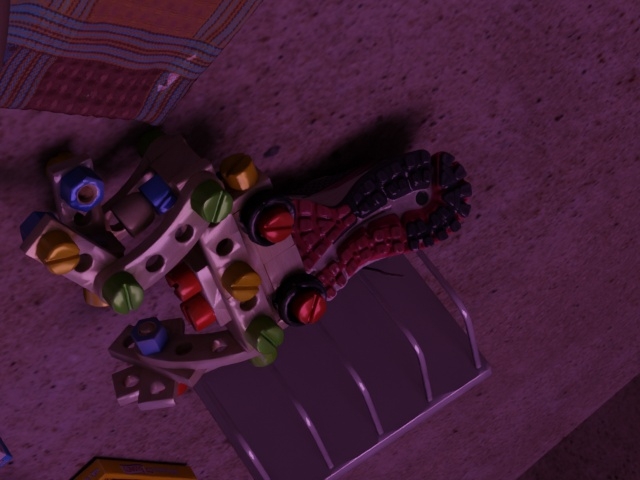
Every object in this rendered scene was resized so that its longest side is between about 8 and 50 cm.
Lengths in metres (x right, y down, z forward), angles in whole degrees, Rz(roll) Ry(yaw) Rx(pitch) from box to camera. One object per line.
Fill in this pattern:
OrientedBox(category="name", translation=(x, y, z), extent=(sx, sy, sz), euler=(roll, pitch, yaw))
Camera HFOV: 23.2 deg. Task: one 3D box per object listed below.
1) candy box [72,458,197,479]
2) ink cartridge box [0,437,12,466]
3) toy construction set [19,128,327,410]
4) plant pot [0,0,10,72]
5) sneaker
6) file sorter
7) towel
OrientedBox(category="candy box", translation=(-0.238, 0.303, 1.844), extent=(0.105, 0.027, 0.206), euler=(-40, 156, 15))
OrientedBox(category="ink cartridge box", translation=(-0.345, 0.209, 1.530), extent=(0.048, 0.028, 0.083), euler=(-36, 156, 0))
OrientedBox(category="toy construction set", translation=(-0.120, 0.037, 1.328), extent=(0.215, 0.151, 0.327), euler=(-34, 148, -15))
OrientedBox(category="plant pot", translation=(-0.267, -0.140, 0.773), extent=(0.191, 0.284, 0.284), euler=(-59, 175, -42))
OrientedBox(category="sneaker", translation=(0.000, 0.000, 1.520), extent=(0.299, 0.120, 0.112), euler=(-19, -172, -16))
OrientedBox(category="file sorter", translation=(0.008, 0.113, 1.634), extent=(0.278, 0.193, 0.173), euler=(-33, 152, -8))
OrientedBox(category="towel", translation=(-0.095, -0.222, 1.075), extent=(0.271, 0.040, 0.370), euler=(1, 137, -53))
